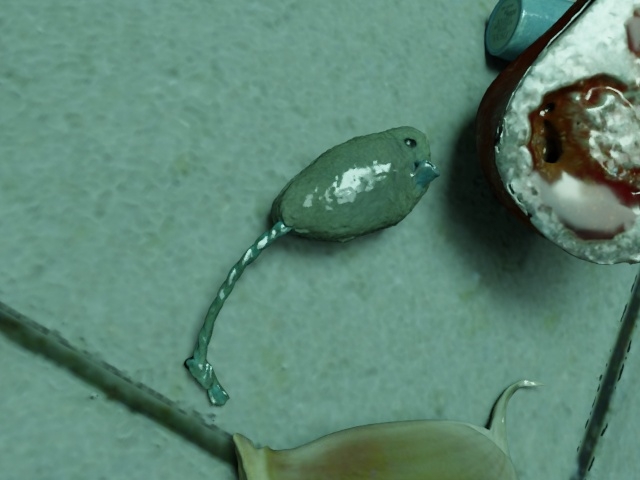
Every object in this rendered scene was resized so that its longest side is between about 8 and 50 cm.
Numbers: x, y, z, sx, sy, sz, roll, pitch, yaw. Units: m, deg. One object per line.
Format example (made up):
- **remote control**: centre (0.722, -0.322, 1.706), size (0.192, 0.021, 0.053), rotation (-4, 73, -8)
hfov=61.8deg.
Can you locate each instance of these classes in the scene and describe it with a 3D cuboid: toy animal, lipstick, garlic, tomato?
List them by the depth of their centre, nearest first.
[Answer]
- **garlic**: centre (0.085, 0.194, 0.364), size (0.266, 0.128, 0.149), rotation (-4, 92, -31)
- **toy animal**: centre (-0.007, -0.004, 0.380), size (0.079, 0.070, 0.253), rotation (43, 71, 11)
- **tomato**: centre (0.224, -0.095, 0.428), size (0.214, 0.155, 0.181), rotation (-40, 96, 6)
- **lipstick**: centre (0.295, -0.177, 0.517), size (0.273, 0.068, 0.061), rotation (9, 35, -15)
